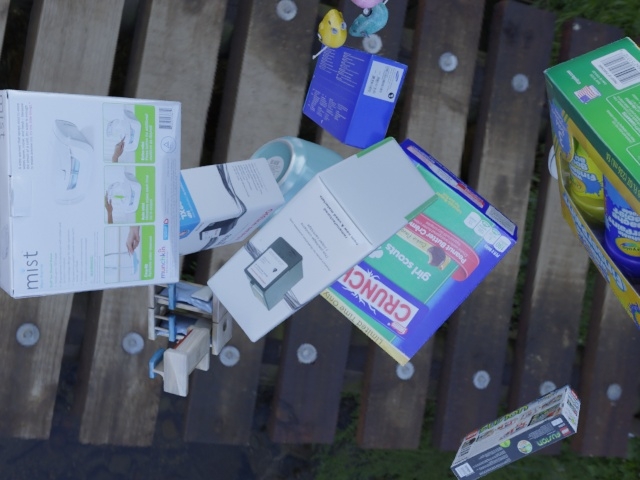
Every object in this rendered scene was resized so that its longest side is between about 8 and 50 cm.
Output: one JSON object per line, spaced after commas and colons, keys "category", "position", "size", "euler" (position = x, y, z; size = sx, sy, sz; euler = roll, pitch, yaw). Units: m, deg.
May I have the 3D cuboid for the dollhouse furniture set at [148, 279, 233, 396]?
{"category": "dollhouse furniture set", "position": [-0.232, 0.131, 1.079], "size": [0.129, 0.184, 0.129], "euler": [11, 114, 12]}

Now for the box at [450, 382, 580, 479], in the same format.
{"category": "box", "position": [0.311, 0.308, 1.074], "size": [0.207, 0.114, 0.036], "euler": [-38, 85, 28]}

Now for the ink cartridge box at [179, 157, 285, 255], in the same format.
{"category": "ink cartridge box", "position": [-0.270, -0.066, 1.530], "size": [0.307, 0.223, 0.129], "euler": [-16, 75, -42]}

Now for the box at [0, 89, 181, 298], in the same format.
{"category": "box", "position": [-0.321, -0.067, 0.931], "size": [0.231, 0.126, 0.262], "euler": [-5, 102, -35]}

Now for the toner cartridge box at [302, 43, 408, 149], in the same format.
{"category": "toner cartridge box", "position": [0.056, -0.294, 1.332], "size": [0.075, 0.348, 0.165], "euler": [14, 106, -19]}

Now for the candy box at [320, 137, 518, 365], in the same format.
{"category": "candy box", "position": [0.155, 0.021, 1.241], "size": [0.268, 0.122, 0.317], "euler": [40, 114, 6]}

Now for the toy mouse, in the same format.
{"category": "toy mouse", "position": [0.064, -0.309, 0.909], "size": [0.143, 0.161, 0.031], "euler": [-31, 78, -15]}

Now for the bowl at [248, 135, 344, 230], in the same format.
{"category": "bowl", "position": [-0.095, -0.157, 1.809], "size": [0.163, 0.311, 0.312], "euler": [39, 81, -42]}

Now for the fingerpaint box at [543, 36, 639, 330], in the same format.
{"category": "fingerpaint box", "position": [0.543, -0.050, 1.104], "size": [0.163, 0.445, 0.371], "euler": [-22, 135, 6]}

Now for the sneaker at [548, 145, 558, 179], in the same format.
{"category": "sneaker", "position": [0.572, -0.189, 1.487], "size": [0.094, 0.258, 0.091], "euler": [2, 66, 1]}

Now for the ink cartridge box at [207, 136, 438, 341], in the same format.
{"category": "ink cartridge box", "position": [0.000, 0.000, 0.982], "size": [0.121, 0.289, 0.211], "euler": [52, 40, 3]}
